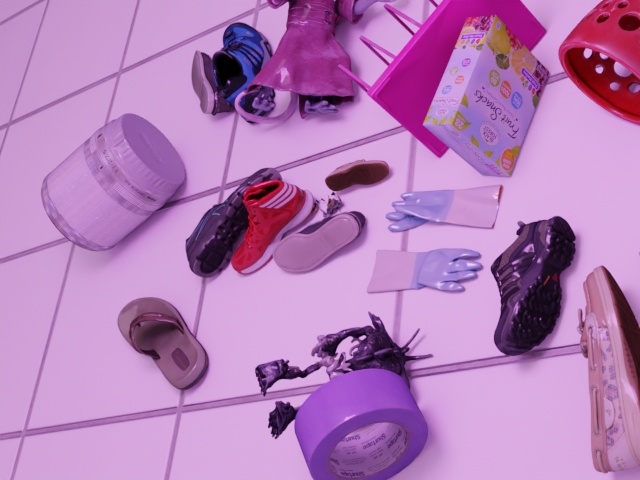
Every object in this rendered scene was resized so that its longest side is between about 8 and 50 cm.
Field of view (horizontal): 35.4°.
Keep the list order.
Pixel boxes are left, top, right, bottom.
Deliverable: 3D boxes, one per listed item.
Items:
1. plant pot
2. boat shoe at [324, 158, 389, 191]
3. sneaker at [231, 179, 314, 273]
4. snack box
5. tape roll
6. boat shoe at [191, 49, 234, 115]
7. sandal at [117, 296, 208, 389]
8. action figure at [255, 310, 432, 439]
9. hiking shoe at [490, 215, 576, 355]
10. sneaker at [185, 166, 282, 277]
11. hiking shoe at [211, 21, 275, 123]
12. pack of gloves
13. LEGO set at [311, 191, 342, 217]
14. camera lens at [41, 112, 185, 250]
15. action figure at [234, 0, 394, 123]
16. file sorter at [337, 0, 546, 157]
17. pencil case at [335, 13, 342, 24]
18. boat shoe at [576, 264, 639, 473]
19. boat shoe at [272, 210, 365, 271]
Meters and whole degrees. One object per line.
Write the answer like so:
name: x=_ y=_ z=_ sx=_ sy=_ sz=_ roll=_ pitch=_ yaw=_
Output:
plant pot: x=0.480 y=-0.294 z=1.500 sx=0.174 sy=0.191 sz=0.191 roll=-52 pitch=41 yaw=-8
boat shoe: x=0.071 y=-0.130 z=1.877 sx=0.135 sy=0.050 sz=0.045 roll=-10 pitch=33 yaw=32
sneaker: x=-0.127 y=-0.037 z=1.934 sx=0.221 sy=0.128 sz=0.087 roll=-49 pitch=41 yaw=16
snack box: x=0.277 y=-0.236 z=1.657 sx=0.070 sy=0.174 sz=0.207 roll=9 pitch=72 yaw=49
tape roll: x=0.060 y=0.286 z=1.508 sx=0.189 sy=0.189 sz=0.080 roll=-41 pitch=43 yaw=16
boat shoe: x=-0.251 y=-0.363 z=2.320 sx=0.228 sy=0.068 sz=0.081 roll=-110 pitch=30 yaw=-45
sandal: x=-0.325 y=0.189 z=2.009 sx=0.303 sy=0.086 sz=0.120 roll=31 pitch=87 yaw=49
action figure: x=0.035 y=0.214 z=1.601 sx=0.164 sy=0.275 sz=0.141 roll=69 pitch=156 yaw=17
hiking shoe: x=0.305 y=0.071 z=1.516 sx=0.114 sy=0.086 sz=0.227 roll=-4 pitch=56 yaw=57
sneaker: x=-0.186 y=-0.053 z=2.029 sx=0.267 sy=0.101 sz=0.106 roll=-48 pitch=39 yaw=8
hiking shoe: x=-0.180 y=-0.401 z=2.225 sx=0.113 sy=0.132 sz=0.304 roll=-36 pitch=45 yaw=21
pack of gloves: x=0.180 y=-0.009 z=1.698 sx=0.232 sy=0.046 sz=0.195 roll=-3 pitch=62 yaw=42
LEGO set: x=0.017 y=-0.065 z=1.910 sx=0.054 sy=0.023 sz=0.083 roll=-58 pitch=28 yaw=-6
camera lens: x=-0.468 y=-0.125 z=2.250 sx=0.274 sy=0.219 sz=0.219 roll=-37 pitch=44 yaw=19
action figure: x=-0.010 y=-0.429 z=2.052 sx=0.275 sy=0.248 sz=0.370 roll=156 pitch=125 yaw=-66
file sorter: x=0.203 y=-0.343 z=1.781 sx=0.291 sy=0.202 sz=0.182 roll=-50 pitch=38 yaw=6
pencil case: x=0.034 y=-0.540 z=2.150 sx=0.098 sy=0.095 sz=0.209 roll=40 pitch=94 yaw=18
boat shoe: x=0.384 y=0.167 z=1.347 sx=0.089 sy=0.104 sz=0.285 roll=-22 pitch=52 yaw=28
boat shoe: x=0.000 y=0.000 z=1.866 sx=0.206 sy=0.075 sz=0.065 roll=-27 pitch=5 yaw=35
